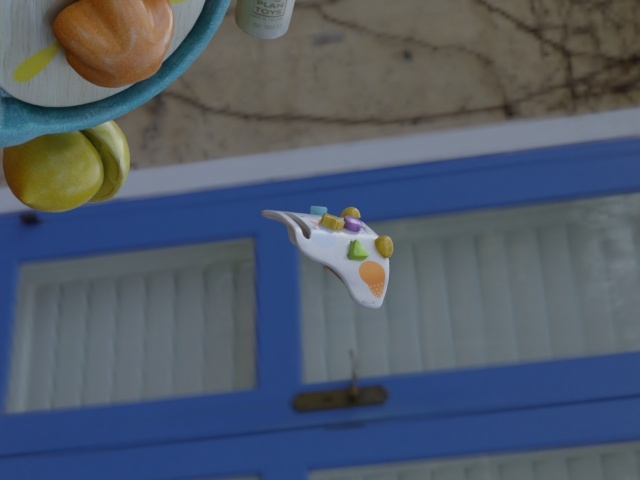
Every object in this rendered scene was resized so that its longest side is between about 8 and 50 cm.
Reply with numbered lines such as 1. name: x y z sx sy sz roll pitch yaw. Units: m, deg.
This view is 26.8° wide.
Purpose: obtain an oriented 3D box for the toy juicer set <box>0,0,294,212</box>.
1. toy juicer set: -0.094 -0.085 0.613 0.089 0.329 0.209 51 -15 28

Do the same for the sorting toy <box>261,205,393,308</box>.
1. sorting toy: 0.000 0.000 0.873 0.075 0.045 0.083 17 18 -43
